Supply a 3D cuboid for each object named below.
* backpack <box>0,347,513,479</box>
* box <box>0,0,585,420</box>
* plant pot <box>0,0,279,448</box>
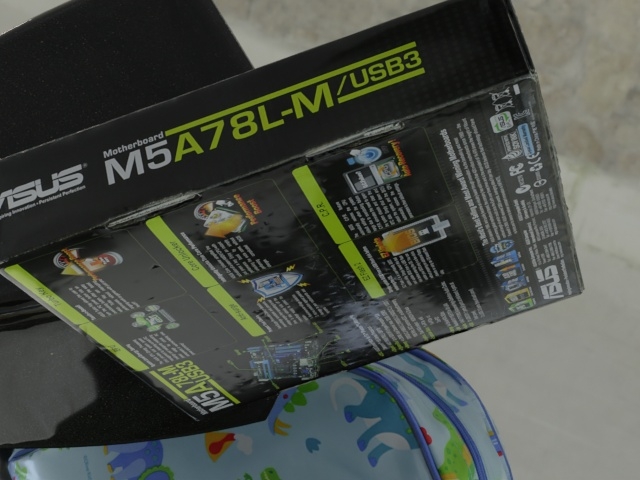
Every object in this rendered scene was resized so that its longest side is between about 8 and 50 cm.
[{"bbox_3d":[-0.041,0.202,0.819,0.356,0.273,0.290,-16,-107,-8],"label":"backpack"},{"bbox_3d":[0.000,0.000,0.464,0.184,0.190,0.045,-17,-117,10],"label":"box"},{"bbox_3d":[-0.120,0.000,0.617,0.167,0.188,0.187,-17,-118,-27],"label":"plant pot"}]
